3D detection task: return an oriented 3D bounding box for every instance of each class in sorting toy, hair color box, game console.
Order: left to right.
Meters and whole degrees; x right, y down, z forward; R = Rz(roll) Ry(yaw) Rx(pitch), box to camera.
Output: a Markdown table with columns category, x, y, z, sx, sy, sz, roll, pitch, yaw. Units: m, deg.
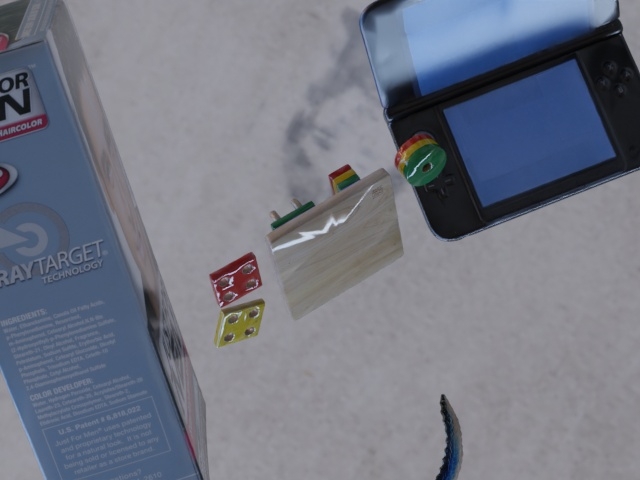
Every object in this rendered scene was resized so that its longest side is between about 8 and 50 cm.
| category | x | y | z | sx | sy | sz | roll | pitch | yaw |
| --- | --- | --- | --- | --- | --- | --- | --- | --- | --- |
| hair color box | -0.187 | 0.021 | 1.064 | 0.113 | 0.374 | 0.185 | -17 | -158 | -1 |
| sorting toy | 0.000 | 0.000 | 1.378 | 0.046 | 0.274 | 0.132 | 50 | 165 | 35 |
| game console | 0.218 | -0.170 | 1.573 | 0.173 | 0.293 | 0.250 | 70 | 178 | -80 |

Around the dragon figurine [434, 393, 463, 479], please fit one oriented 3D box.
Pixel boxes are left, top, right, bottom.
| category | x | y | z | sx | sy | sz | roll | pitch | yaw |
| --- | --- | --- | --- | --- | --- | --- | --- | --- | --- |
| dragon figurine | 0.027 | 0.249 | 1.118 | 0.144 | 0.289 | 0.085 | 0 | -138 | -17 |
